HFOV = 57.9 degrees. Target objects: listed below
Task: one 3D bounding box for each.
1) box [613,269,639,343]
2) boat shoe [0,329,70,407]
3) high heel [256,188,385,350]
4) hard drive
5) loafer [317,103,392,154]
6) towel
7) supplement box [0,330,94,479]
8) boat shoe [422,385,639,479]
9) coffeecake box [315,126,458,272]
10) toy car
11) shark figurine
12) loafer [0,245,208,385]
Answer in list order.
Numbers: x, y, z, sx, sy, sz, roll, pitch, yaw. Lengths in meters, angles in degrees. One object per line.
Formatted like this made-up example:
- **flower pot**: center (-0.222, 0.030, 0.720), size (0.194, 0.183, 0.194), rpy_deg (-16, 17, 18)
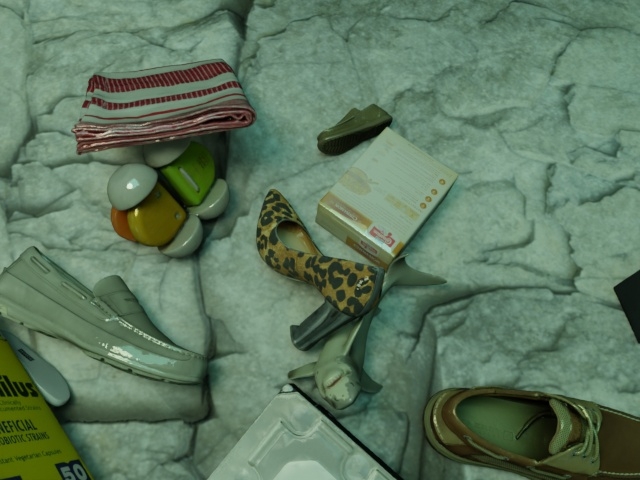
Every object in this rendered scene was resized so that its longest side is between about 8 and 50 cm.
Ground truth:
- **box**: center (0.568, 0.046, 0.794), size (0.184, 0.261, 0.103), rpy_deg (-7, 66, -8)
- **boat shoe**: center (-0.395, 0.178, 0.774), size (0.142, 0.049, 0.040), rpy_deg (39, 98, 12)
- **high heel**: center (0.000, 0.000, 0.803), size (0.093, 0.186, 0.261), rpy_deg (6, 56, -39)
- **hard drive**: center (0.015, 0.366, 0.675), size (0.339, 0.064, 0.237), rpy_deg (39, 83, 14)
- **loafer**: center (0.052, -0.190, 0.979), size (0.148, 0.056, 0.050), rpy_deg (-23, 68, -25)
- **towel**: center (-0.238, -0.222, 0.879), size (0.236, 0.037, 0.329), rpy_deg (-11, 32, -10)
- **supplement box**: center (-0.447, 0.217, 0.641), size (0.195, 0.194, 0.356), rpy_deg (-40, 74, -4)
- **boat shoe**: center (0.301, 0.257, 0.751), size (0.323, 0.120, 0.123), rpy_deg (7, 65, -2)
- **coffeecake box**: center (0.104, -0.066, 0.914), size (0.142, 0.068, 0.185), rpy_deg (36, 67, 12)
- **toy car**: center (-0.237, -0.072, 0.862), size (0.136, 0.159, 0.182), rpy_deg (5, 54, 40)
- **shark figurine**: center (0.067, 0.148, 0.814), size (0.116, 0.166, 0.278), rpy_deg (46, 48, -11)
- **loafer**: center (-0.290, 0.101, 0.779), size (0.319, 0.112, 0.112), rpy_deg (22, 73, 6)
